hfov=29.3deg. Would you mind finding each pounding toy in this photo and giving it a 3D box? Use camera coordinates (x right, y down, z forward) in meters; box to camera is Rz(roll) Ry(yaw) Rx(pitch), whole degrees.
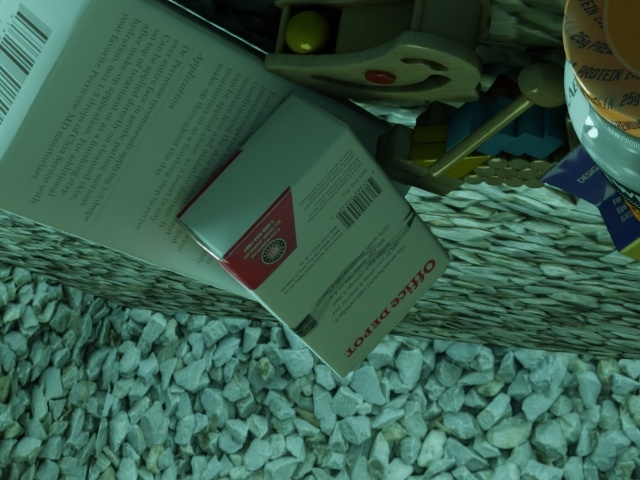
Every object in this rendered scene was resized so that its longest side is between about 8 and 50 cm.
[{"bbox_3d":[0.073,-0.149,1.081,0.270,0.154,0.154,5,170,27],"label":"pounding toy"}]

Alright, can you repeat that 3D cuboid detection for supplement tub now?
[{"bbox_3d":[0.284,-0.084,0.829,0.194,0.193,0.316,3,163,31],"label":"supplement tub"}]

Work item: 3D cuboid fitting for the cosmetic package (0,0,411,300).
[{"bbox_3d":[-0.126,-0.097,1.236,0.453,0.230,0.161,24,-169,-43],"label":"cosmetic package"}]

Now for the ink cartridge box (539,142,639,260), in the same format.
[{"bbox_3d":[0.410,-0.068,1.076,0.307,0.072,0.303,16,140,-28],"label":"ink cartridge box"}]

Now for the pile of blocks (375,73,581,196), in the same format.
[{"bbox_3d":[0.231,-0.126,1.190,0.362,0.112,0.149,0,153,13],"label":"pile of blocks"}]

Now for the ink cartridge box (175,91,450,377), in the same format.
[{"bbox_3d":[0.000,0.000,1.208,0.100,0.172,0.237,38,173,45],"label":"ink cartridge box"}]
